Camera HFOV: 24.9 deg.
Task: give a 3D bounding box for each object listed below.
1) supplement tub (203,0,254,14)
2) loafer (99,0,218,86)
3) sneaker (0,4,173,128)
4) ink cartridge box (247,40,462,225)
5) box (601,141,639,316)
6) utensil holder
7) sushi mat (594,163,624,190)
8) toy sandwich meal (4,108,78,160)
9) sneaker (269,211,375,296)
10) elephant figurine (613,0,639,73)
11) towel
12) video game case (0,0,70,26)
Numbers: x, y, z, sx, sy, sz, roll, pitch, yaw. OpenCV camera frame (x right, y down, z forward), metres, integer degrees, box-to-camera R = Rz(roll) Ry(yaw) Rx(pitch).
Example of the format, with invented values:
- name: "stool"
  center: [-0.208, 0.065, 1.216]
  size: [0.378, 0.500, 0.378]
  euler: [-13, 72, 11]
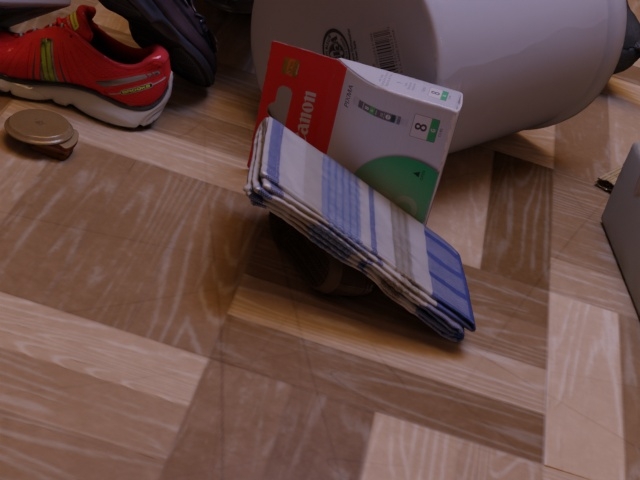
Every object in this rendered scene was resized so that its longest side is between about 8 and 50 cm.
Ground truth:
- name: "supplement tub"
  center: [-0.094, -0.409, 1.963]
  size: [0.207, 0.207, 0.338]
  euler: [17, 8, 0]
- name: "loafer"
  center: [-0.185, -0.283, 1.750]
  size: [0.109, 0.095, 0.302]
  euler: [23, -10, 25]
- name: "sneaker"
  center: [-0.309, -0.231, 1.729]
  size: [0.279, 0.118, 0.107]
  euler: [15, 29, -4]
- name: "ink cartridge box"
  center: [0.032, -0.112, 1.644]
  size: [0.224, 0.181, 0.056]
  euler: [16, 34, 3]
- name: "box"
  center: [0.444, 0.017, 1.706]
  size: [0.148, 0.121, 0.311]
  euler: [11, 30, -10]
- name: "utensil holder"
  center: [0.147, -0.268, 1.837]
  size: [0.327, 0.327, 0.385]
  euler: [36, 37, 30]
- name: "sushi mat"
  center: [0.516, -0.088, 2.026]
  size: [0.151, 0.019, 0.316]
  euler: [33, 34, 24]
- name: "toy sandwich meal"
  center: [-0.315, -0.120, 1.631]
  size: [0.085, 0.029, 0.085]
  euler: [9, 31, -5]
- name: "sneaker"
  center: [0.000, 0.000, 1.577]
  size: [0.071, 0.066, 0.188]
  euler: [19, 30, -33]
- name: "elephant figurine"
  center: [0.358, -0.307, 2.215]
  size: [0.239, 0.186, 0.169]
  euler: [-9, 81, -22]
- name: "towel"
  center: [0.041, -0.016, 1.540]
  size: [0.285, 0.034, 0.209]
  euler: [35, 20, -14]
- name: "video game case"
  center: [-0.436, -0.280, 1.740]
  size: [0.212, 0.023, 0.193]
  euler: [-4, 1, -34]
